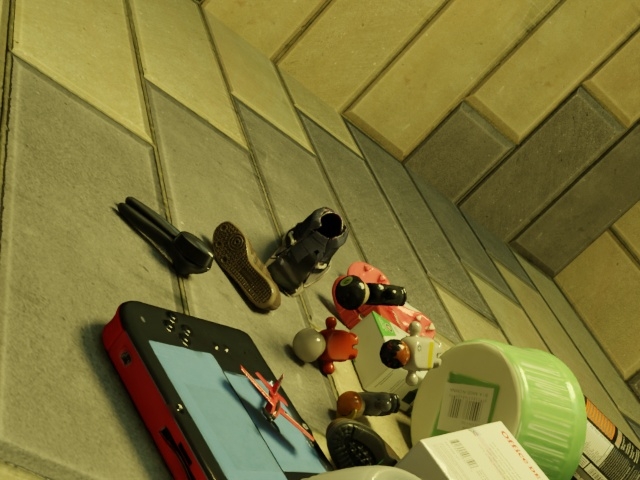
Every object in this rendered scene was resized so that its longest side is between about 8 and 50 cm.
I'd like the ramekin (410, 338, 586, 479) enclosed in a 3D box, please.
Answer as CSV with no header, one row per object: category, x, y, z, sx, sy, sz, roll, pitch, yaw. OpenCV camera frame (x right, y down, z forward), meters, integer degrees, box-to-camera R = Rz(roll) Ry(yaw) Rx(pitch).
ramekin,0.299,0.319,1.702,0.148,0.303,0.303,23,26,-34

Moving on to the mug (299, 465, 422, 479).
mug,-0.003,0.380,0.767,0.276,0.328,0.374,34,19,-30

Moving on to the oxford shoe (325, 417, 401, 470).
oxford shoe,0.057,0.321,1.482,0.096,0.083,0.227,43,-6,42

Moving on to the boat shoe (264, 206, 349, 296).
boat shoe,0.000,0.000,1.979,0.127,0.158,0.340,43,17,-4

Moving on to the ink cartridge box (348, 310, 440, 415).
ink cartridge box,0.161,0.252,1.882,0.208,0.087,0.153,34,20,-34

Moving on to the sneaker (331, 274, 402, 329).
sneaker,0.096,0.150,2.020,0.221,0.087,0.128,53,6,-15

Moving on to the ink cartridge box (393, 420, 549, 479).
ink cartridge box,0.215,0.398,1.443,0.232,0.168,0.171,3,42,-48

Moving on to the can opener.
can opener,-0.252,-0.010,1.592,0.186,0.073,0.059,37,24,7

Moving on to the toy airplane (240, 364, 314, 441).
toy airplane,-0.067,0.223,1.362,0.151,0.028,0.151,46,11,-12

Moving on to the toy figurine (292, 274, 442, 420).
toy figurine,0.077,0.184,1.641,0.148,0.213,0.210,9,40,-48

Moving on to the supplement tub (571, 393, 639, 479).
supplement tub,0.577,0.467,2.165,0.316,0.193,0.193,45,17,0

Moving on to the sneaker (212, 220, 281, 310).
sneaker,-0.133,0.052,1.742,0.188,0.066,0.071,58,4,25

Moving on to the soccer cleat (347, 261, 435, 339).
soccer cleat,0.152,0.146,2.165,0.248,0.083,0.095,40,-13,2

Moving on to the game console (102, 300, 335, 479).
game console,-0.107,0.250,1.308,0.342,0.060,0.386,18,31,-56
